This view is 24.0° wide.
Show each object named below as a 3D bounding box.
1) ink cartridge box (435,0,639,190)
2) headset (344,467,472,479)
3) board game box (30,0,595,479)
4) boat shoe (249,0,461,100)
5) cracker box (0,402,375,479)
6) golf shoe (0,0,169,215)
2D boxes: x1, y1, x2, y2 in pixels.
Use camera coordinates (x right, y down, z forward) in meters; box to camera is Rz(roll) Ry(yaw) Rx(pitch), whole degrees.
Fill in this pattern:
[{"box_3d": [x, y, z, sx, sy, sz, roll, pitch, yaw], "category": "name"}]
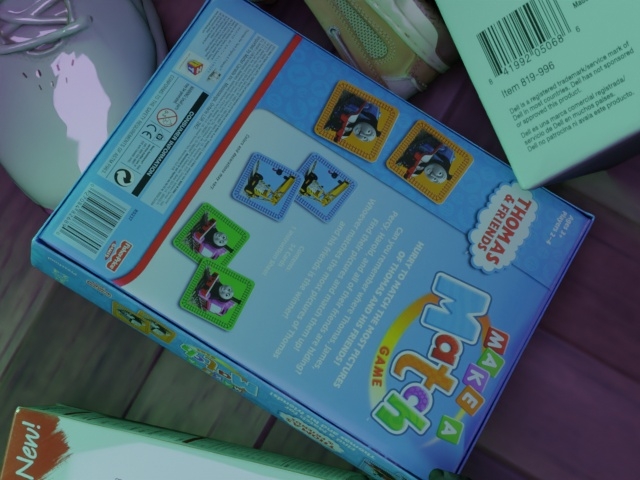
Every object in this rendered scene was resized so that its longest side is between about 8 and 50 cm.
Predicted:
[{"box_3d": [0.125, -0.149, 0.680, 0.153, 0.087, 0.208, -29, 81, 37], "category": "ink cartridge box"}, {"box_3d": [0.111, 0.284, 0.634, 0.243, 0.185, 0.394, -27, 110, -3], "category": "headset"}, {"box_3d": [0.000, 0.000, 0.694, 0.211, 0.039, 0.160, 32, 66, 1], "category": "board game box"}, {"box_3d": [-0.012, -0.144, 0.743, 0.072, 0.068, 0.190, -40, 81, 15], "category": "boat shoe"}, {"box_3d": [-0.047, 0.178, 0.720, 0.232, 0.067, 0.155, 11, 87, 10], "category": "cracker box"}, {"box_3d": [-0.155, -0.157, 0.724, 0.115, 0.140, 0.306, -17, 82, 5], "category": "golf shoe"}]
